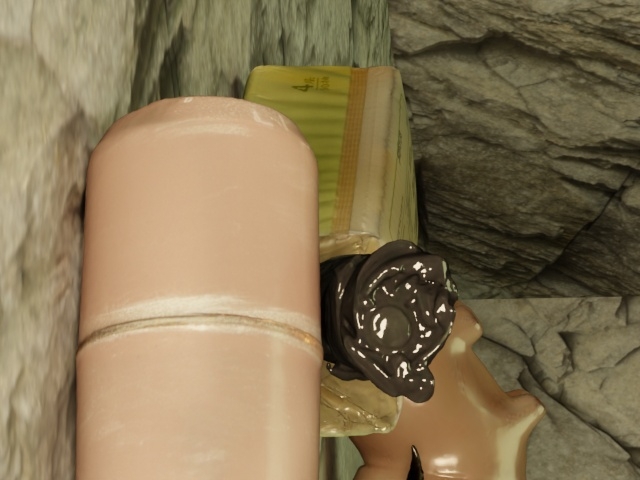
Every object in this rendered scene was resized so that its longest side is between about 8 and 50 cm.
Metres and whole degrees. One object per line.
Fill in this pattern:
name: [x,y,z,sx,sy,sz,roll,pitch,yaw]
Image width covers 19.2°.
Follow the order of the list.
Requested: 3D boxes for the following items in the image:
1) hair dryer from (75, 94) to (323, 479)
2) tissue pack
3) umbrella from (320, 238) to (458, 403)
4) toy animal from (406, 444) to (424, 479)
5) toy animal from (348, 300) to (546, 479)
hair dryer: [-0.059,0.079,0.933,0.344,0.106,0.189,100,-10,-69]
tissue pack: [0.000,0.000,1.283,0.234,0.125,0.159,-81,167,-56]
umbrella: [0.019,0.033,0.893,0.235,0.059,0.066,-174,-75,-82]
toy animal: [0.062,0.272,1.764,0.160,0.272,0.197,28,59,-42]
toy animal: [0.110,0.228,1.981,0.326,0.269,0.237,57,3,4]
